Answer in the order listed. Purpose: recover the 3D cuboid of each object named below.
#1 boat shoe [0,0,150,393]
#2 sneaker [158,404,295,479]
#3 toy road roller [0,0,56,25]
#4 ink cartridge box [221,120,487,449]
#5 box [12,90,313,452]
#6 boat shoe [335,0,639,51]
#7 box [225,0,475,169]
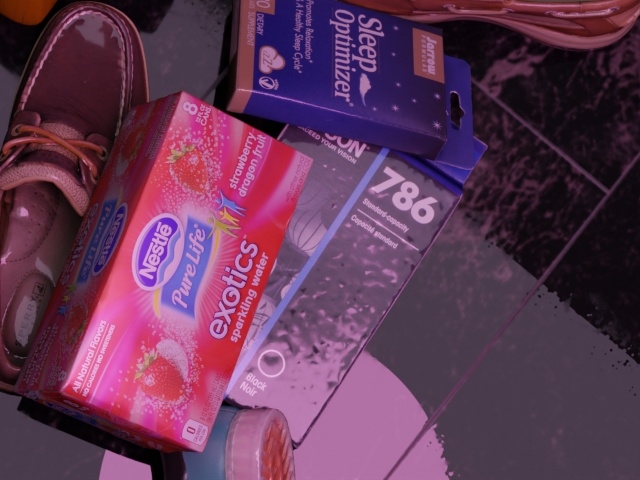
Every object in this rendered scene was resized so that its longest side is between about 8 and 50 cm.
[{"bbox_3d":[-0.216,-0.044,1.537,0.123,0.123,0.342,16,79,-6],"label":"boat shoe"},{"bbox_3d":[-0.087,0.285,1.524,0.121,0.108,0.302,0,90,20],"label":"sneaker"},{"bbox_3d":[-0.254,-0.334,1.526,0.329,0.202,0.240,32,72,-2],"label":"toy road roller"},{"bbox_3d":[0.000,0.000,1.595,0.165,0.065,0.333,33,77,-1],"label":"ink cartridge box"},{"bbox_3d":[-0.123,0.027,1.459,0.128,0.122,0.257,27,75,-22],"label":"box"},{"bbox_3d":[0.137,-0.252,1.625,0.324,0.120,0.123,7,80,-8],"label":"boat shoe"},{"bbox_3d":[0.033,-0.144,1.593,0.225,0.036,0.136,14,49,-15],"label":"box"}]
